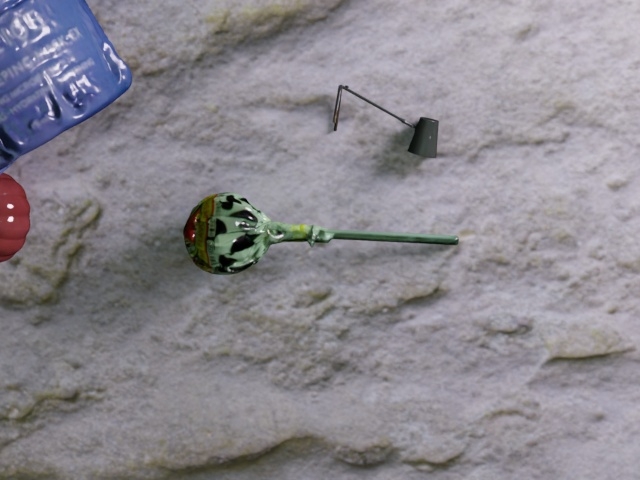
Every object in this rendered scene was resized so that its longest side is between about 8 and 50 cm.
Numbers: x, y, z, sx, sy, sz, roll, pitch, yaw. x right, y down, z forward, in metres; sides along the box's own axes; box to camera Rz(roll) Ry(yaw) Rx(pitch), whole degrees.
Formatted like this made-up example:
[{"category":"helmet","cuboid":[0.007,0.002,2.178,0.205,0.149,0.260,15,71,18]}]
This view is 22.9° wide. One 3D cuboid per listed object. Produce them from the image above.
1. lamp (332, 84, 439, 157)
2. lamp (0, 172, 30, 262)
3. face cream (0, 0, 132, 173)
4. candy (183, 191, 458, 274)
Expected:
[{"category":"lamp","cuboid":[0.073,-0.129,1.711,0.121,0.041,0.054,14,101,5]},{"category":"lamp","cuboid":[-0.378,-0.027,1.806,0.107,0.092,0.108,0,90,43]},{"category":"face cream","cuboid":[-0.349,-0.193,1.667,0.249,0.249,0.225,-30,101,19]},{"category":"candy","cuboid":[0.000,0.000,1.752,0.305,0.083,0.091,4,106,3]}]
